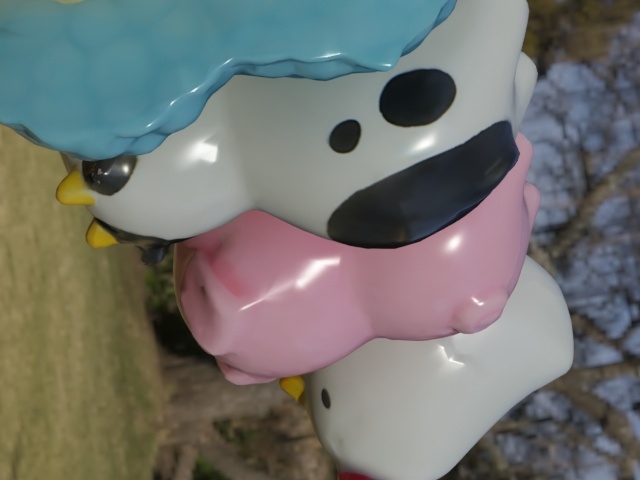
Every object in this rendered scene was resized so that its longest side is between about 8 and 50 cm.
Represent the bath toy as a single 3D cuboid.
[{"bbox_3d":[0.000,0.000,0.540,0.129,0.151,0.348,-62,155,-17],"label":"bath toy"}]
